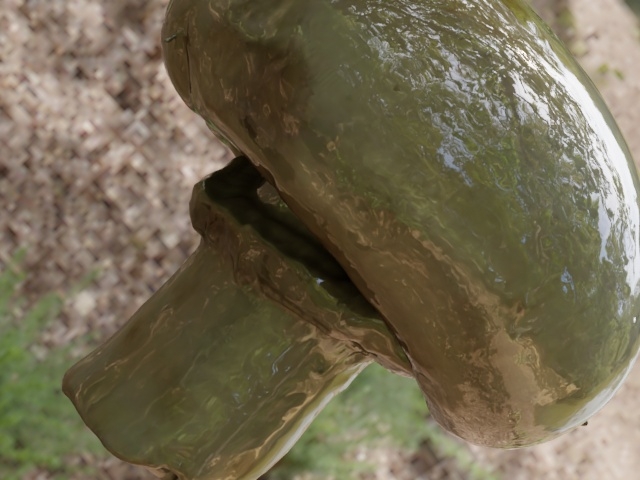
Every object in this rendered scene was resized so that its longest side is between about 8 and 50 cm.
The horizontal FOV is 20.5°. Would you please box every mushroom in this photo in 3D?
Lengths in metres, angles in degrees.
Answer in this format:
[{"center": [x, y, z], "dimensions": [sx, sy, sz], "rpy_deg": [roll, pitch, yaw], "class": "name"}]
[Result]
[{"center": [0.000, 0.000, 0.858], "dimensions": [0.292, 0.290, 0.292], "rpy_deg": [52, 0, 0], "class": "mushroom"}]
